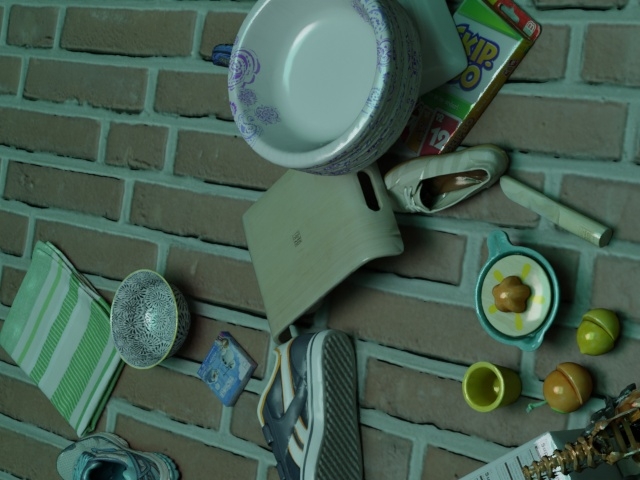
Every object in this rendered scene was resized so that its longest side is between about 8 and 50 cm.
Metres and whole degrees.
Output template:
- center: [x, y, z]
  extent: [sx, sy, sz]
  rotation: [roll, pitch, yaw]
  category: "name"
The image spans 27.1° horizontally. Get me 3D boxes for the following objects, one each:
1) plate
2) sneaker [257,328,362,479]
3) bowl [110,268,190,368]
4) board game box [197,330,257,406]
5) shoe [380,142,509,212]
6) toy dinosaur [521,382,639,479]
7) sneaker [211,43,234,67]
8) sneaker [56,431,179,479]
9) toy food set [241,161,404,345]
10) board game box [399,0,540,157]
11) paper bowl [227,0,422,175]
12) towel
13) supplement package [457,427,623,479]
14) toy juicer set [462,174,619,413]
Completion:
- center: [0.061, -0.317, 1.991]
  extent: [0.278, 0.045, 0.277]
  rotation: [-28, 69, 30]
  category: "plate"
- center: [-0.017, 0.300, 2.008]
  extent: [0.127, 0.126, 0.321]
  rotation: [-12, 68, 35]
  category: "sneaker"
- center: [-0.276, 0.135, 2.272]
  extent: [0.170, 0.080, 0.170]
  rotation: [-4, 83, 40]
  category: "bowl"
- center: [-0.155, 0.213, 2.200]
  extent: [0.090, 0.020, 0.090]
  rotation: [43, 113, 33]
  category: "board game box"
- center: [0.165, -0.083, 1.908]
  extent: [0.219, 0.058, 0.076]
  rotation: [-19, 118, 36]
  category: "shoe"
- center: [0.399, 0.219, 1.584]
  extent: [0.322, 0.218, 0.164]
  rotation: [3, 68, 0]
  category: "toy dinosaur"
- center: [-0.102, -0.267, 2.161]
  extent: [0.221, 0.083, 0.087]
  rotation: [25, 105, 41]
  category: "sneaker"
- center: [-0.379, 0.395, 2.309]
  extent: [0.283, 0.122, 0.110]
  rotation: [0, 86, 41]
  category: "sneaker"
- center: [0.000, 0.000, 2.030]
  extent: [0.306, 0.092, 0.219]
  rotation: [-42, 54, 41]
  category: "toy food set"
- center: [0.202, -0.239, 1.928]
  extent: [0.259, 0.039, 0.124]
  rotation: [-53, 56, 21]
  category: "board game box"
- center: [0.017, -0.232, 1.890]
  extent: [0.284, 0.148, 0.284]
  rotation: [-5, 81, 34]
  category: "paper bowl"
- center: [-0.478, 0.180, 2.471]
  extent: [0.325, 0.038, 0.248]
  rotation: [39, 112, 36]
  category: "towel"
- center: [0.267, 0.356, 1.747]
  extent: [0.244, 0.139, 0.134]
  rotation: [-36, 65, 32]
  category: "supplement package"
- center: [0.297, 0.077, 1.778]
  extent: [0.209, 0.089, 0.329]
  rotation: [5, 89, 41]
  category: "toy juicer set"
